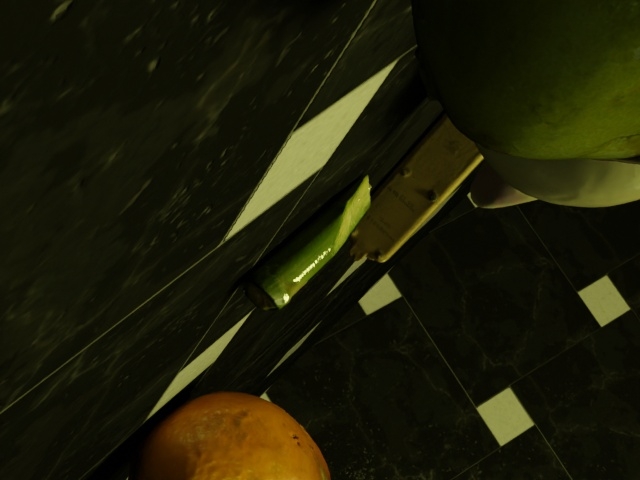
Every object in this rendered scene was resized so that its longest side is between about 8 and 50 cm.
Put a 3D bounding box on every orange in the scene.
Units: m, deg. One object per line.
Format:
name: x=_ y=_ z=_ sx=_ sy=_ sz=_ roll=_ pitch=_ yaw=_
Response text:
orange: x=-0.109 y=0.299 z=1.238 sx=0.246 sy=0.246 sz=0.246 roll=-45 pitch=174 yaw=-6

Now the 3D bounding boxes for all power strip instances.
power strip: x=0.131 y=-0.086 z=1.155 sx=0.305 sy=0.064 sz=0.044 roll=-49 pitch=175 yaw=27

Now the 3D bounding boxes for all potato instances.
potato: x=0.135 y=-0.125 z=0.411 sx=0.253 sy=0.186 sz=0.148 roll=113 pitch=-18 yaw=-53

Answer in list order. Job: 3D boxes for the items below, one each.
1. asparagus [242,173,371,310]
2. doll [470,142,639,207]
asparagus: x=0.000 y=0.000 z=0.964 sx=0.178 sy=0.041 sz=0.045 roll=-43 pitch=-179 yaw=-32
doll: x=0.231 y=-0.143 z=0.788 sx=0.370 sy=0.226 sz=0.214 roll=84 pitch=16 yaw=-76
